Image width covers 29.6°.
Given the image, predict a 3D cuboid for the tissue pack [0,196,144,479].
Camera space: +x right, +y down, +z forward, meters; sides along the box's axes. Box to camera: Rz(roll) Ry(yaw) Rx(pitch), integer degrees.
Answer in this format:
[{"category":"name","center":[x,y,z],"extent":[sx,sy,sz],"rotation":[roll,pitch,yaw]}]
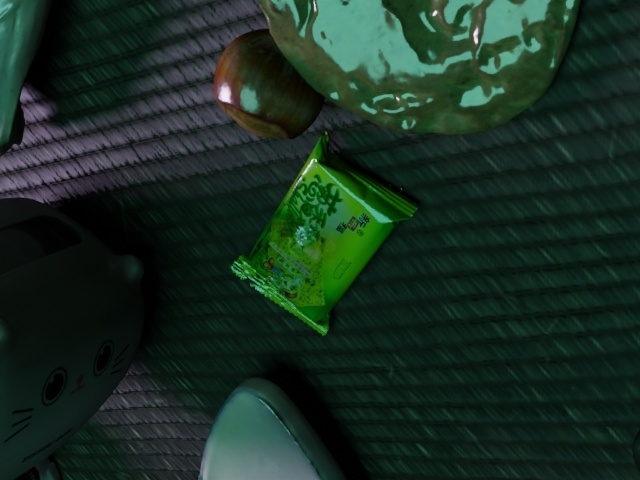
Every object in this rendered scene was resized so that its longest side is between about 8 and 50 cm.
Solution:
[{"category":"tissue pack","center":[-0.311,0.090,1.073],"extent":[0.229,0.333,0.236],"rotation":[40,114,9]}]

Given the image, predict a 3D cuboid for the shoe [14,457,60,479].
[{"category":"shoe","center":[-0.369,0.272,1.371],"extent":[0.099,0.125,0.227],"rotation":[18,125,22]}]

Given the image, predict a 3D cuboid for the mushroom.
[{"category":"mushroom","center":[-0.273,-0.221,1.011],"extent":[0.109,0.097,0.351],"rotation":[28,127,15]}]

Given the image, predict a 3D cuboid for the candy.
[{"category":"candy","center":[0.000,0.001,0.996],"extent":[0.102,0.032,0.178],"rotation":[41,133,6]}]

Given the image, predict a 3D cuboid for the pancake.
[{"category":"pancake","center":[0.068,-0.176,0.825],"extent":[0.242,0.050,0.242],"rotation":[15,129,19]}]

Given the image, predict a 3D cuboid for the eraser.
[{"category":"eraser","center":[-0.033,0.223,1.142],"extent":[0.204,0.059,0.243],"rotation":[12,127,30]}]

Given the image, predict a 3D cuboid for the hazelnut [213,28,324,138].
[{"category":"hazelnut","center":[-0.039,-0.120,0.922],"extent":[0.086,0.086,0.086],"rotation":[18,127,26]}]

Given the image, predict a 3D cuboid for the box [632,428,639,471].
[{"category":"box","center":[0.335,0.164,0.855],"extent":[0.201,0.042,0.212],"rotation":[39,134,6]}]
